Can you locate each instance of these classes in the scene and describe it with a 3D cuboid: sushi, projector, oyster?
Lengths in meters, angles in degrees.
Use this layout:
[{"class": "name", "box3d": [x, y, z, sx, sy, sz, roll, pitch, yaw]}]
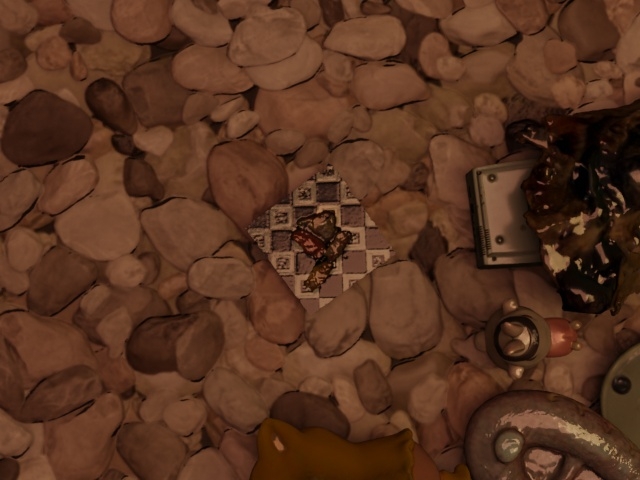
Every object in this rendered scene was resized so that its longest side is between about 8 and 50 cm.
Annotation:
[{"class": "sushi", "box3d": [0.000, 0.000, 1.271, 0.120, 0.026, 0.126, -36, 82, -3]}, {"class": "projector", "box3d": [0.242, -0.031, 1.268, 0.147, 0.061, 0.115, -6, 85, -3]}, {"class": "oyster", "box3d": [0.378, -0.052, 1.227, 0.361, 0.096, 0.221, -15, 94, -21]}]

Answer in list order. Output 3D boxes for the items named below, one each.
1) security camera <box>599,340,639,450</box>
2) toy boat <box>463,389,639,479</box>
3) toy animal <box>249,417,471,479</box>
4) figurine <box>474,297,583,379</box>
[{"class": "security camera", "box3d": [0.446, 0.142, 1.251, 0.301, 0.080, 0.157, -23, 100, 6]}, {"class": "toy boat", "box3d": [0.253, 0.251, 1.209, 0.227, 0.085, 0.155, 39, 98, 2]}, {"class": "toy animal", "box3d": [0.041, 0.264, 1.185, 0.230, 0.156, 0.156, 2, 83, -6]}, {"class": "figurine", "box3d": [0.221, 0.093, 1.209, 0.098, 0.146, 0.081, -24, 84, -6]}]
